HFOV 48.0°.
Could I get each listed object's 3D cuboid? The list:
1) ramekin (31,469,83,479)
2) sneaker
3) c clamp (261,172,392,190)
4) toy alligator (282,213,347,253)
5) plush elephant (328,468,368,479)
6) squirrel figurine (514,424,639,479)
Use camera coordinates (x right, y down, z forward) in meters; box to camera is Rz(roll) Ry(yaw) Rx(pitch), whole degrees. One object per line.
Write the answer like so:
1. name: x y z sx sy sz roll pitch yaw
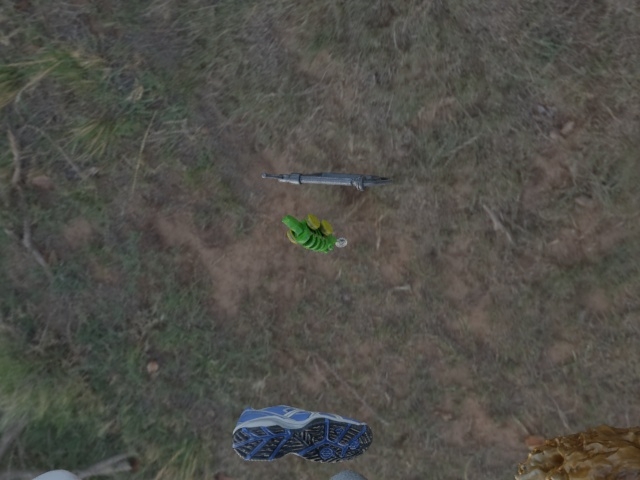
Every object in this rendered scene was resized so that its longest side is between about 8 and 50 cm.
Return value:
1. ramekin: -0.522 0.567 1.343 0.277 0.277 0.135 -28 115 17
2. sneaker: -0.026 0.281 1.082 0.211 0.081 0.080 6 110 -7
3. c clamp: 0.017 -0.085 1.027 0.161 0.137 0.022 4 97 20
4. toy alligator: 0.000 0.000 1.283 0.056 0.051 0.190 -36 147 22
5. plush elephant: 0.042 0.481 0.912 0.255 0.330 0.272 -38 66 -4
6. squirrel figurine: 0.380 0.309 0.765 0.281 0.370 0.397 -46 112 -18
